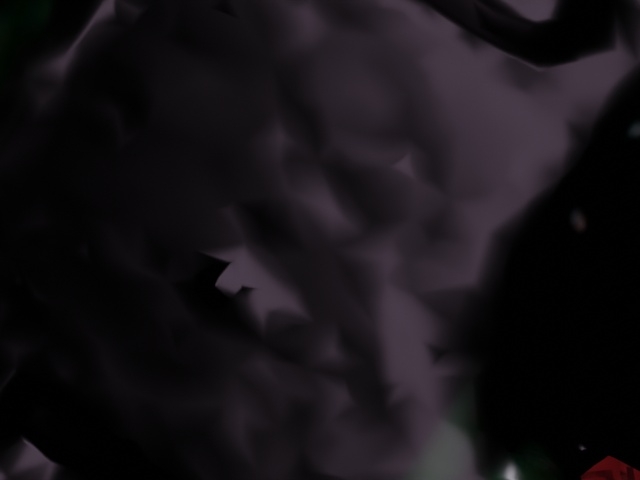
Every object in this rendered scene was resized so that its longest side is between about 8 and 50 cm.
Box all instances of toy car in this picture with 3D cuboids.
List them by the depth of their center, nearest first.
[{"bbox_3d":[0.000,0.000,0.422,0.213,0.176,0.358,33,102,11],"label":"toy car"}]
